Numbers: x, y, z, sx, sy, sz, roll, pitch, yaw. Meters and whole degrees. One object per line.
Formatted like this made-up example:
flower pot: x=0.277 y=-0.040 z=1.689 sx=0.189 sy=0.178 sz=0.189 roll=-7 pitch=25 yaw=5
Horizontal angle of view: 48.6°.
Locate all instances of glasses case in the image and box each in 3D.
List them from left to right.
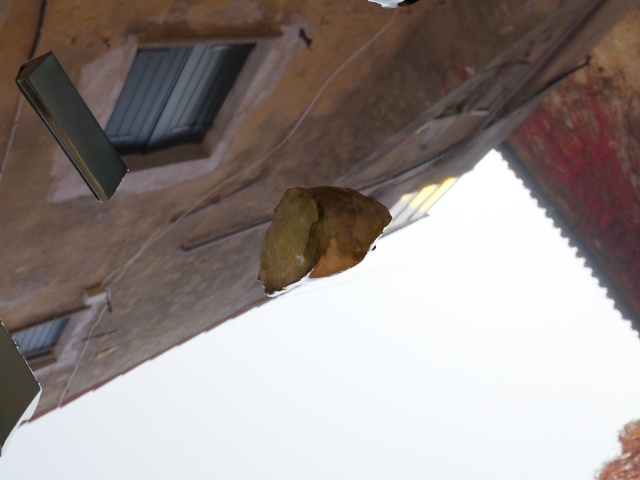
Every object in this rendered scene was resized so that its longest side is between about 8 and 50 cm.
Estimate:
glasses case: x=-0.457 y=-0.199 z=1.294 sx=0.105 sy=0.056 sz=0.266 roll=-75 pitch=-33 yaw=-48

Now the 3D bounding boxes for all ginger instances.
ginger: x=-0.003 y=0.001 z=0.795 sx=0.123 sy=0.193 sz=0.115 roll=-3 pitch=-97 yaw=-23

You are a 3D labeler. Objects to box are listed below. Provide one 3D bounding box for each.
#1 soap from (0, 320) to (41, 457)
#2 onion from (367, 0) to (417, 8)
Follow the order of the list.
soap: x=-0.495 y=0.180 z=0.846 sx=0.095 sy=0.290 sz=0.172 roll=-67 pitch=-39 yaw=-59
onion: x=0.107 y=-0.417 z=0.894 sx=0.281 sy=0.281 sz=0.221 roll=-38 pitch=-60 yaw=-47
